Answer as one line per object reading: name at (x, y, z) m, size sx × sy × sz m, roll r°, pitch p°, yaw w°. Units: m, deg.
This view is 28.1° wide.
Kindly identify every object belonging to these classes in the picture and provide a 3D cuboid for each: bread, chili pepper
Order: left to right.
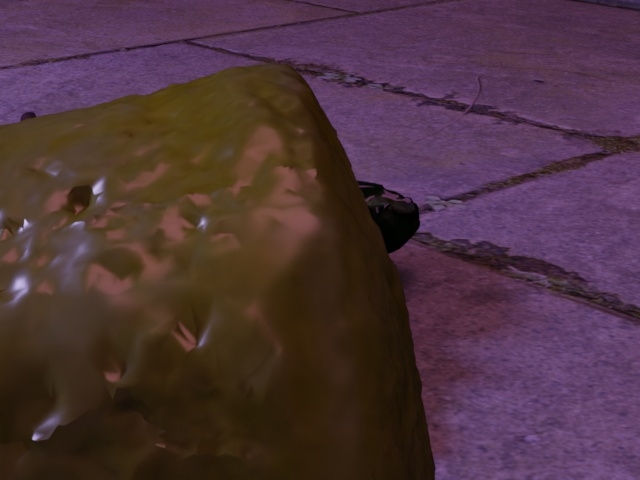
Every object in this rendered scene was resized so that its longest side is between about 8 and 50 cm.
bread at (-0.109, 0.104, 0.620) m, size 0.307 × 0.348 × 0.348 m, roll -11°, pitch 21°, yaw -5°
chili pepper at (-0.001, 0.008, 1.199) m, size 0.148 × 0.116 × 0.264 m, roll 6°, pitch 9°, yaw 18°

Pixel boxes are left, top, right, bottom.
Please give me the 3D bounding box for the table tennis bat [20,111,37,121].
table tennis bat at (-0.376, -0.192, 1.732) m, size 0.107 × 0.119 × 0.170 m, roll -9°, pitch 24°, yaw -27°
